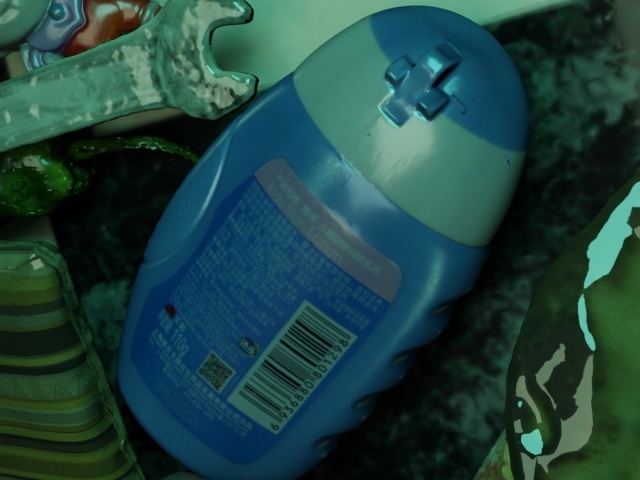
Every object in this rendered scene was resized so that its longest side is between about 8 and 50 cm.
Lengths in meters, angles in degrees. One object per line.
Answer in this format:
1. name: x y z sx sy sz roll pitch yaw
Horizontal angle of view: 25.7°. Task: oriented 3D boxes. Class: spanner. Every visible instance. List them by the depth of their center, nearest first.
1. spanner: -0.165 -0.066 0.732 0.302 0.017 0.071 -14 95 22

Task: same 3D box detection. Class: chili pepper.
1. chili pepper: -0.199 -0.009 0.810 0.279 0.065 0.122 -38 93 33

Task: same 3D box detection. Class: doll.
1. doll: -0.177 -0.138 0.763 0.227 0.075 0.102 25 97 12

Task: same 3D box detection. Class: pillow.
1. pillow: -0.193 0.080 0.772 0.208 0.052 0.212 5 129 30

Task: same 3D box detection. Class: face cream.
1. face cream: 0.000 0.000 0.680 0.149 0.083 0.264 45 119 12

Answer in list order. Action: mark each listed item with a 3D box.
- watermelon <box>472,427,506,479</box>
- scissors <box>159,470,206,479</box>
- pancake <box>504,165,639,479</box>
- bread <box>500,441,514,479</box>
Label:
1. watermelon: 0.066 0.186 0.670 0.094 0.154 0.241 32 101 21
2. scissors: -0.017 0.167 0.714 0.242 0.030 0.118 -23 90 54
3. pancake: 0.217 0.065 0.537 0.294 0.049 0.294 0 91 5
4. bread: 0.136 0.149 0.586 0.182 0.039 0.251 36 86 1
